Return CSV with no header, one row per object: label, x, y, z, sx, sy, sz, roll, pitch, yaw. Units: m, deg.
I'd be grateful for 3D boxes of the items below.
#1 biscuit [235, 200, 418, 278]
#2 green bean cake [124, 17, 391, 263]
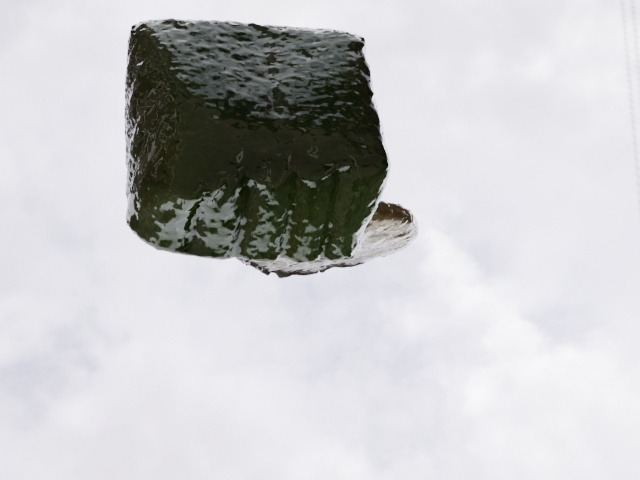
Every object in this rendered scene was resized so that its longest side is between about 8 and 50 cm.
biscuit,0.000,0.000,0.932,0.265,0.188,0.040,2,-112,-40
green bean cake,-0.059,-0.090,0.749,0.222,0.125,0.248,2,-139,-11
